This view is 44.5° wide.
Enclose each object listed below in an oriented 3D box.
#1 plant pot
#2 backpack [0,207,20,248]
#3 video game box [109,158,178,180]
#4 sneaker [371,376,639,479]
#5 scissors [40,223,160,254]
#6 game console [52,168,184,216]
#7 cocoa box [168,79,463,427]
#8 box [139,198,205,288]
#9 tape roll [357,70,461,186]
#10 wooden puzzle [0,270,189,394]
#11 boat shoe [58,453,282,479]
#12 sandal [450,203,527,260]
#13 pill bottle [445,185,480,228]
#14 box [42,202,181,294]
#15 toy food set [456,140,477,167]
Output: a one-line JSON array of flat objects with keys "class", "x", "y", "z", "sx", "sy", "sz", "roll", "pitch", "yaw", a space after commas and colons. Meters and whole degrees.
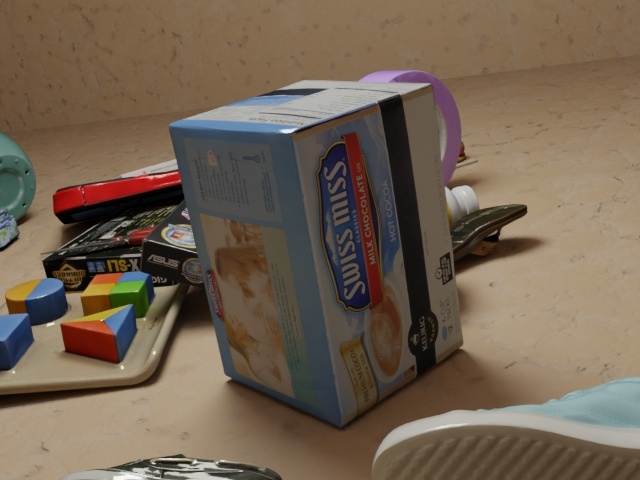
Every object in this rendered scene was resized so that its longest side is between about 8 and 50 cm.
[{"class": "plant pot", "x": -0.854, "y": -0.154, "z": 1.940, "sx": 0.235, "sy": 0.292, "sz": 0.293, "roll": 18, "pitch": 30, "yaw": 28}, {"class": "backpack", "x": -0.761, "y": -0.022, "z": 1.793, "sx": 0.105, "sy": 0.084, "sz": 0.114, "roll": -11, "pitch": 21, "yaw": 3}, {"class": "video game box", "x": -0.460, "y": -0.160, "z": 2.028, "sx": 0.187, "sy": 0.048, "sz": 0.205, "roll": -24, "pitch": 8, "yaw": -33}, {"class": "sneaker", "x": 0.227, "y": 0.186, "z": 0.666, "sx": 0.366, "sy": 0.135, "sz": 0.150, "roll": 1, "pitch": 12, "yaw": 4}, {"class": "scissors", "x": -0.343, "y": -0.004, "z": 1.405, "sx": 0.297, "sy": 0.021, "sz": 0.109, "roll": -6, "pitch": 22, "yaw": 8}, {"class": "game console", "x": -0.417, "y": -0.099, "z": 1.755, "sx": 0.342, "sy": 0.060, "sz": 0.386, "roll": -10, "pitch": 1, "yaw": -16}, {"class": "cocoa box", "x": 0.000, "y": 0.000, "z": 0.947, "sx": 0.228, "sy": 0.347, "sz": 0.231, "roll": -26, "pitch": 25, "yaw": -38}, {"class": "box", "x": -0.122, "y": 0.016, "z": 1.260, "sx": 0.270, "sy": 0.060, "sz": 0.216, "roll": 15, "pitch": 24, "yaw": 6}, {"class": "tape roll", "x": 0.156, "y": -0.200, "z": 1.562, "sx": 0.275, "sy": 0.274, "sz": 0.090, "roll": -23, "pitch": 22, "yaw": -34}, {"class": "wooden puzzle", "x": -0.389, "y": 0.126, "z": 1.185, "sx": 0.348, "sy": 0.080, "sz": 0.322, "roll": -9, "pitch": 19, "yaw": 3}, {"class": "boat shoe", "x": -0.144, "y": 0.244, "z": 0.743, "sx": 0.220, "sy": 0.077, "sz": 0.070, "roll": 2, "pitch": 21, "yaw": 9}, {"class": "sandal", "x": 0.248, "y": 0.004, "z": 1.276, "sx": 0.219, "sy": 0.060, "sz": 0.090, "roll": -35, "pitch": 22, "yaw": -23}, {"class": "pill bottle", "x": 0.177, "y": -0.039, "z": 1.353, "sx": 0.184, "sy": 0.103, "sz": 0.103, "roll": -14, "pitch": 19, "yaw": -13}, {"class": "box", "x": -0.335, "y": 0.007, "z": 1.513, "sx": 0.257, "sy": 0.079, "sz": 0.322, "roll": -2, "pitch": 20, "yaw": 16}, {"class": "toy food set", "x": 0.283, "y": -0.229, "z": 1.901, "sx": 0.128, "sy": 0.071, "sz": 0.218, "roll": -15, "pitch": 20, "yaw": -17}]
